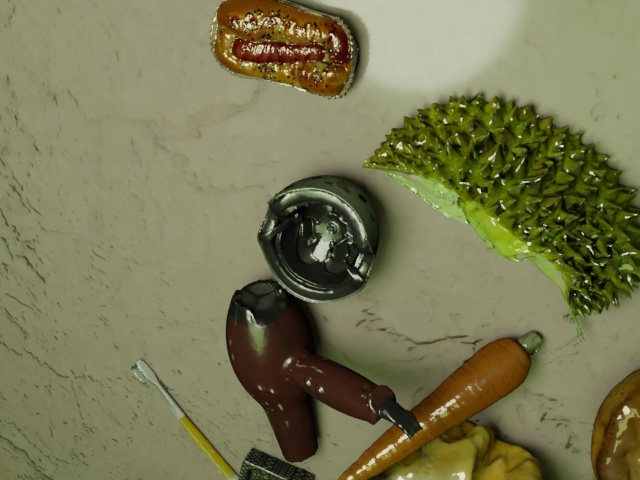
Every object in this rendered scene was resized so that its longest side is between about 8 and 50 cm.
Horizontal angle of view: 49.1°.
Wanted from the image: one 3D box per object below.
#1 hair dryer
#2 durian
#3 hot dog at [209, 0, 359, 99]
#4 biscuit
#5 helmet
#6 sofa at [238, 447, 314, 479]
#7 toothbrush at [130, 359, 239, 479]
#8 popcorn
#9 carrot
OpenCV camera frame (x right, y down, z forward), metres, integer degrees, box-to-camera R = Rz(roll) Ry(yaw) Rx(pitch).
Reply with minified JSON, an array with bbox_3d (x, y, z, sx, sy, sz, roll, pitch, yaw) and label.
[{"bbox_3d":[0.013,0.222,0.938,0.340,0.123,0.313,18,132,48],"label":"hair dryer"},{"bbox_3d":[0.237,-0.044,0.825,0.355,0.157,0.169,38,156,1],"label":"durian"},{"bbox_3d":[-0.045,-0.237,0.852,0.191,0.059,0.108,16,122,11],"label":"hot dog"},{"bbox_3d":[0.453,0.273,0.875,0.213,0.091,0.274,-26,104,25],"label":"biscuit"},{"bbox_3d":[0.007,-0.014,0.906,0.153,0.107,0.177,24,137,6],"label":"helmet"},{"bbox_3d":[-0.074,0.395,1.155,0.118,0.039,0.060,21,119,11],"label":"sofa"},{"bbox_3d":[-0.223,0.317,1.187,0.024,0.021,0.288,-31,99,40],"label":"toothbrush"},{"bbox_3d":[0.185,0.411,0.957,0.297,0.281,0.316,-21,65,32],"label":"popcorn"},{"bbox_3d":[0.156,0.226,0.911,0.336,0.069,0.069,-38,97,-1],"label":"carrot"}]
